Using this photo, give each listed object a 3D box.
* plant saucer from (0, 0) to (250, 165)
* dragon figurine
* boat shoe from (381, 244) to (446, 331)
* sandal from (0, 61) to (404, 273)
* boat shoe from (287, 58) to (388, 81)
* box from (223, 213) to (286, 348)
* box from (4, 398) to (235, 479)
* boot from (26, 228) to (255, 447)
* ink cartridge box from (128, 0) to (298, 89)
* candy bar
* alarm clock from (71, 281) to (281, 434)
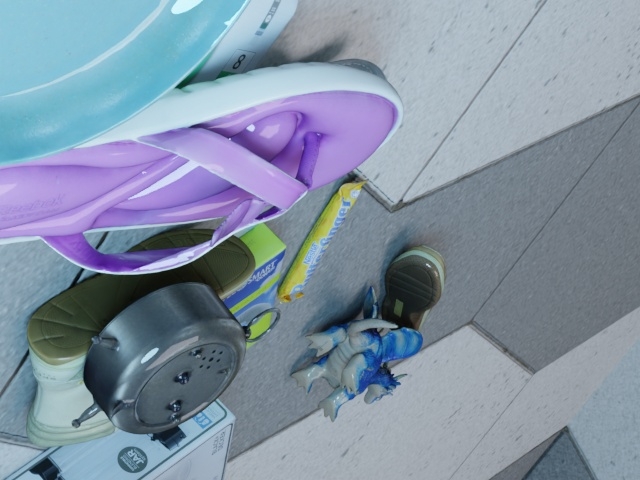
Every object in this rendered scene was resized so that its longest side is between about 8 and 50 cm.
[{"bbox_3d":[-0.148,-0.180,0.937,0.317,0.044,0.318,-30,145,-23],"label":"plant saucer"},{"bbox_3d":[0.055,0.113,1.874,0.144,0.085,0.289,-36,162,-30],"label":"dragon figurine"},{"bbox_3d":[0.113,0.043,1.911,0.072,0.068,0.190,-51,173,-24],"label":"boat shoe"},{"bbox_3d":[-0.109,-0.029,1.162,0.416,0.102,0.169,-11,155,-35],"label":"sandal"},{"bbox_3d":[-0.028,-0.096,1.339,0.227,0.079,0.081,-31,159,-29],"label":"boat shoe"},{"bbox_3d":[-0.089,0.057,1.558,0.109,0.042,0.178,-36,158,-27],"label":"box"},{"bbox_3d":[-0.223,0.257,1.605,0.290,0.087,0.169,-36,157,-28],"label":"box"},{"bbox_3d":[-0.157,0.085,1.430,0.213,0.077,0.165,-28,153,-29],"label":"boot"},{"bbox_3d":[-0.056,-0.201,1.132,0.225,0.056,0.181,-51,159,17],"label":"ink cartridge box"},{"bbox_3d":[0.000,0.000,1.660,0.040,0.018,0.161,-18,145,-51],"label":"candy bar"},{"bbox_3d":[-0.106,0.093,1.356,0.192,0.064,0.129,-21,145,-36],"label":"alarm clock"}]
